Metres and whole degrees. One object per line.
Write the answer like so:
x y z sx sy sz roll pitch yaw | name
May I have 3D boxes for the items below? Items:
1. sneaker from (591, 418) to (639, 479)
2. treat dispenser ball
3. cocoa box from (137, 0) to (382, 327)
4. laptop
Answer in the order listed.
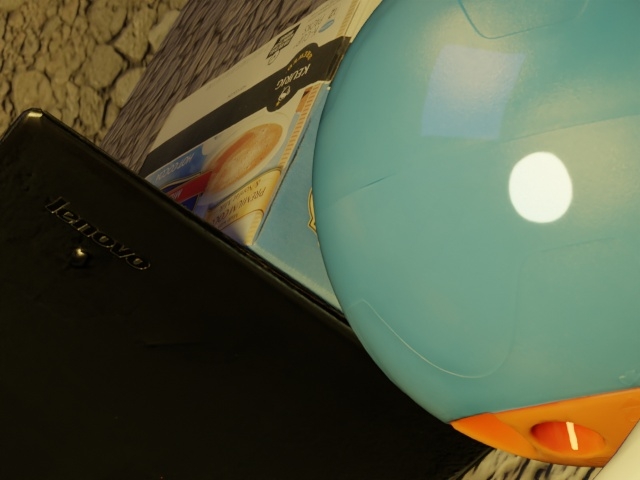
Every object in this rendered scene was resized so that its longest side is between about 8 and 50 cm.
0.087 0.179 0.490 0.236 0.130 0.323 154 136 -78 | sneaker
0.139 -0.028 0.720 0.288 0.288 0.288 -45 22 25 | treat dispenser ball
0.000 0.000 1.066 0.347 0.231 0.228 -20 41 58 | cocoa box
-0.152 0.105 1.027 0.236 0.382 0.408 -57 20 -8 | laptop
